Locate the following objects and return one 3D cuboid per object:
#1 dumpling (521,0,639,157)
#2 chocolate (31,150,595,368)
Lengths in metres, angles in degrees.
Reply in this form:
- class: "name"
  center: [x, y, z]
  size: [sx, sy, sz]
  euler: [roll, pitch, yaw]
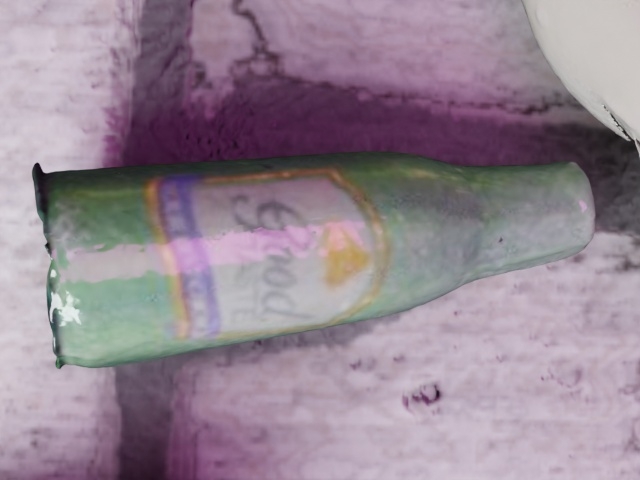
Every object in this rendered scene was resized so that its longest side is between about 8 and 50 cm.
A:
- class: "dumpling"
  center: [0.230, -0.159, 0.617]
  size: [0.260, 0.181, 0.341]
  euler: [-13, 60, -27]
- class: "chocolate"
  center: [0.000, 0.000, 0.610]
  size: [0.291, 0.110, 0.110]
  euler: [-7, 89, -10]
